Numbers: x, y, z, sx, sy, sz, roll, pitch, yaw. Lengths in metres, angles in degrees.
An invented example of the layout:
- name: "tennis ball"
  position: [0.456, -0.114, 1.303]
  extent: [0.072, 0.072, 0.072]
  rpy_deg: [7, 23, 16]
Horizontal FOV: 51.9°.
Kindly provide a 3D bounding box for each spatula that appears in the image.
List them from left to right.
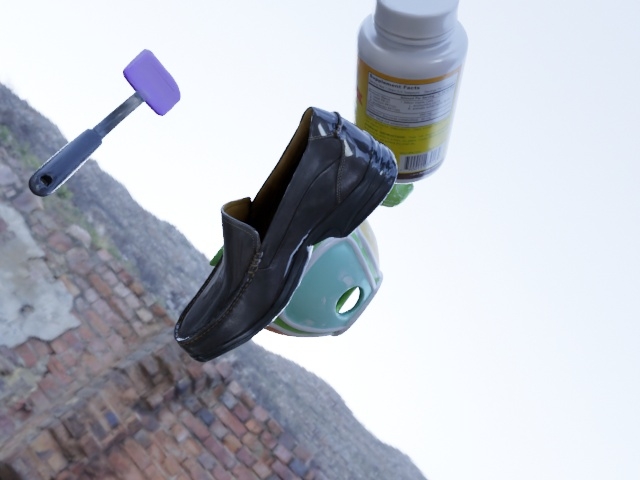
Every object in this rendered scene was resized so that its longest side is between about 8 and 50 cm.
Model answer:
- name: "spatula"
  position: [-0.269, -0.150, 0.841]
  extent: [0.030, 0.297, 0.084]
  rpy_deg: [-19, -60, 43]

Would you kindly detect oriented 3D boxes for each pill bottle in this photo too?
- name: "pill bottle"
  position: [0.094, -0.172, 0.718]
  extent: [0.117, 0.117, 0.215]
  rpy_deg: [34, -31, 25]

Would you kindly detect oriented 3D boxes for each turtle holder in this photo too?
- name: "turtle holder"
  position: [-0.010, 0.009, 1.063]
  extent: [0.227, 0.320, 0.243]
  rpy_deg: [38, -25, -11]

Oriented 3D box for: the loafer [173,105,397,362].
- name: "loafer"
  position: [-0.035, -0.003, 0.377]
  extent: [0.061, 0.170, 0.062]
  rpy_deg: [35, 10, -33]
